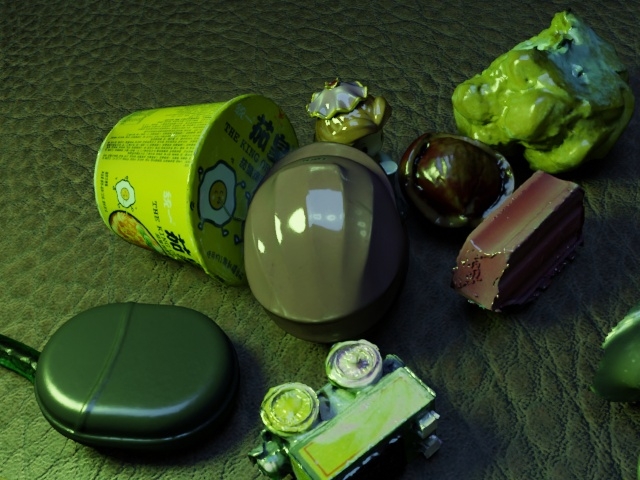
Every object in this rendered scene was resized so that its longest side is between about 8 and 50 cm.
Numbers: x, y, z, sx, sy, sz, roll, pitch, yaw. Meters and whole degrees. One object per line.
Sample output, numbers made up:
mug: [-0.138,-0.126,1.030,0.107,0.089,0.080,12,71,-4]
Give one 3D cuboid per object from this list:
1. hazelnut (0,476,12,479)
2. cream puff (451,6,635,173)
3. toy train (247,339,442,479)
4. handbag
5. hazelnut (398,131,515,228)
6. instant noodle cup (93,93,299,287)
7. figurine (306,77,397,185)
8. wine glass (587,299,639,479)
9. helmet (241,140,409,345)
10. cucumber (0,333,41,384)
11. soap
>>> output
hazelnut: [-0.442,0.412,0.972,0.261,0.241,0.261,16,29,-9]
cream puff: [0.414,-0.243,1.456,0.323,0.270,0.274,-36,85,-35]
toy train: [0.035,0.258,1.079,0.261,0.134,0.177,-32,50,-20]
handbag: [-0.276,0.198,1.191,0.308,0.093,0.254,5,46,2]
hazelnut: [0.239,-0.105,1.371,0.201,0.170,0.160,0,2,9]
instant noodle cup: [-0.219,-0.098,1.367,0.254,0.326,0.326,9,48,29]
figurine: [0.060,-0.166,1.397,0.189,0.263,0.142,23,54,34]
wine glass: [0.485,0.244,0.950,0.238,0.238,0.323,-15,41,-5]
helmet: [0.000,0.000,1.207,0.271,0.197,0.338,-4,88,9]
cucumber: [-0.492,0.200,1.288,0.284,0.056,0.056,23,54,25]
soap: [0.319,0.014,1.246,0.099,0.162,0.250,31,57,34]
